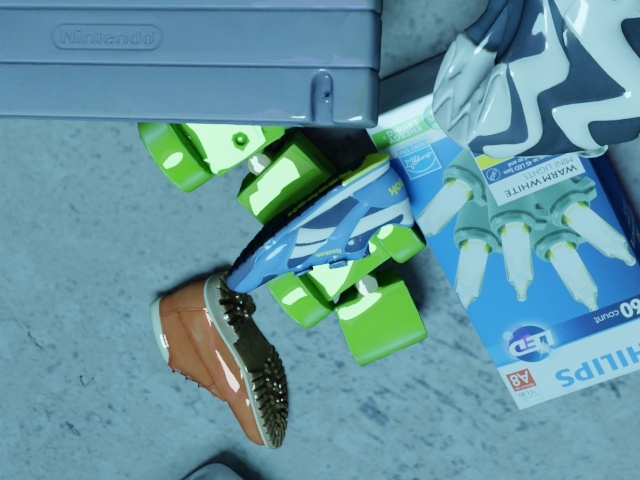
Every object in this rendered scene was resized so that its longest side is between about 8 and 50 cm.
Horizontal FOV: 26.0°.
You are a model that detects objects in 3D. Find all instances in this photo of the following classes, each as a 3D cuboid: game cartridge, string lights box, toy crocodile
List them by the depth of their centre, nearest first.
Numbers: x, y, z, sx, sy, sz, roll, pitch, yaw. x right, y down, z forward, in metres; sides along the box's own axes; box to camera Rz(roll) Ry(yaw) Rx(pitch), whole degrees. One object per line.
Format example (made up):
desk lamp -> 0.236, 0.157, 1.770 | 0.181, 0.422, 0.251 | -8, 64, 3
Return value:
game cartridge -> -0.132, -0.193, 0.929 | 0.355, 0.068, 0.230 | 3, 88, 11
string lights box -> 0.151, -0.016, 1.005 | 0.133, 0.077, 0.260 | -22, 112, 20
toy crocodile -> -0.028, -0.048, 1.020 | 0.115, 0.105, 0.340 | -37, 104, 10

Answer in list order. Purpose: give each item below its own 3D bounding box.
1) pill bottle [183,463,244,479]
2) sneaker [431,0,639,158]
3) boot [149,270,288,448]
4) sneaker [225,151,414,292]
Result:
pill bottle -> -0.036, 0.332, 1.198 | 0.272, 0.152, 0.152 | 42, 119, -12
sneaker -> 0.184, -0.147, 0.852 | 0.153, 0.094, 0.235 | 11, 112, -30
boot -> -0.082, 0.105, 1.140 | 0.084, 0.059, 0.158 | -16, 106, 24
sneaker -> 0.000, 0.000, 0.952 | 0.144, 0.053, 0.059 | -33, 106, 10
